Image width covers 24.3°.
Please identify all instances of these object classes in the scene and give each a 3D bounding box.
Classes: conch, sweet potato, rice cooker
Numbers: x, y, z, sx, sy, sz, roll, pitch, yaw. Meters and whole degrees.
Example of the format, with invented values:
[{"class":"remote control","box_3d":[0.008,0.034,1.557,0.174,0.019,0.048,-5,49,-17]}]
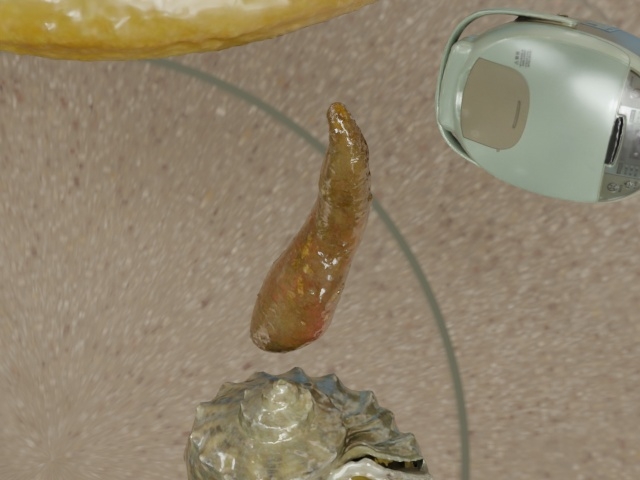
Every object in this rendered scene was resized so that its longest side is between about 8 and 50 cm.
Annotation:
[{"class":"conch","box_3d":[-0.004,0.158,0.944,0.155,0.207,0.130,18,48,24]},{"class":"sweet potato","box_3d":[0.000,0.000,0.872,0.050,0.214,0.050,10,47,-11]},{"class":"rice cooker","box_3d":[0.197,-0.111,1.203,0.206,0.127,0.145,22,116,27]}]

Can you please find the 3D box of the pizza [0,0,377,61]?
[{"class":"pizza","box_3d":[-0.026,-0.186,0.536,0.290,0.081,0.228,-23,68,-10]}]
